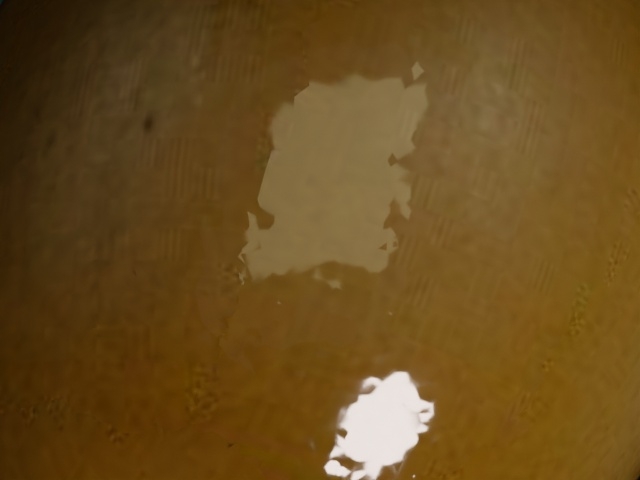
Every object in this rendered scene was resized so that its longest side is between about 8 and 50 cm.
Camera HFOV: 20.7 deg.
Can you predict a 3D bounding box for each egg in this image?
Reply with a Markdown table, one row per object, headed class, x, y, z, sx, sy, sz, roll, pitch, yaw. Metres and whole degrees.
| class | x | y | z | sx | sy | sz | roll | pitch | yaw |
| --- | --- | --- | --- | --- | --- | --- | --- | --- | --- |
| egg | 0.000 | 0.000 | 0.639 | 0.282 | 0.283 | 0.351 | 21 | 60 | 1 |
